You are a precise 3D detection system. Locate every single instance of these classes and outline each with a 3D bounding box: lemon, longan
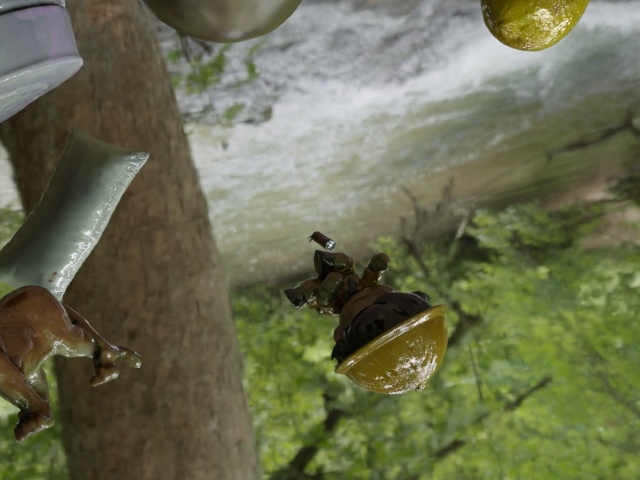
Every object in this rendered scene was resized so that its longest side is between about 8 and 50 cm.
[{"bbox_3d":[0.338,-0.390,1.409,0.170,0.207,0.170,32,163,11],"label":"lemon"},{"bbox_3d":[-0.081,-0.261,0.709,0.159,0.204,0.185,8,176,41],"label":"longan"}]

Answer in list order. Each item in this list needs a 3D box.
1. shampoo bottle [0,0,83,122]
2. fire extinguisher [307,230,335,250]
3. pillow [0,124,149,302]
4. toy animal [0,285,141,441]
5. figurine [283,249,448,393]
[{"bbox_3d":[-0.371,-0.217,0.799,0.273,0.266,0.273,-25,-173,3],"label":"shampoo bottle"},{"bbox_3d":[0.000,0.000,1.656,0.028,0.022,0.083,-44,-152,-7],"label":"fire extinguisher"},{"bbox_3d":[-0.354,-0.038,1.244,0.144,0.254,0.078,25,173,31],"label":"pillow"},{"bbox_3d":[-0.289,0.102,0.808,0.097,0.157,0.312,-20,-174,17],"label":"toy animal"},{"bbox_3d":[0.079,0.121,1.355,0.192,0.257,0.167,-34,137,-12],"label":"figurine"}]
